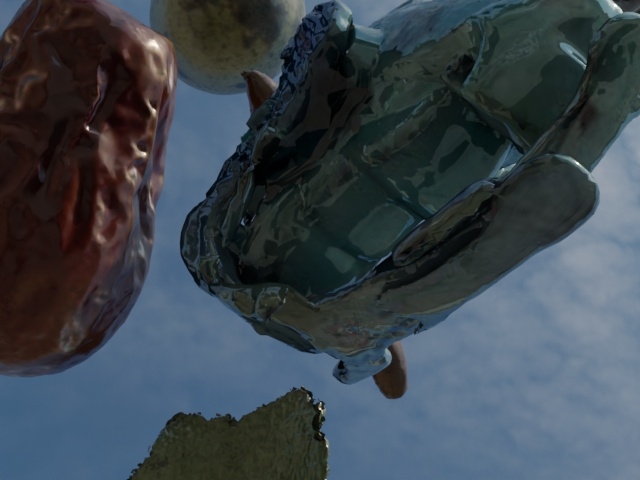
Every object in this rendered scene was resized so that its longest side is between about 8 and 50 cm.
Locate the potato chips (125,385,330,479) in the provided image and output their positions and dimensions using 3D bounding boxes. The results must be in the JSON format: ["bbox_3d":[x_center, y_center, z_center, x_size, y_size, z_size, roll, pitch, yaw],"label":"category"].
[{"bbox_3d":[-0.090,0.217,0.744,0.228,0.059,0.167,-17,-99,12],"label":"potato chips"}]

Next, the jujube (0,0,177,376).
[{"bbox_3d":[-0.182,-0.038,0.630,0.189,0.190,0.255,27,-85,0],"label":"jujube"}]

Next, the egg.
[{"bbox_3d":[-0.088,-0.204,0.865,0.141,0.181,0.141,0,-91,-21],"label":"egg"}]

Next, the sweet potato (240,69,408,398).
[{"bbox_3d":[0.000,0.000,0.682,0.057,0.057,0.265,-19,-76,13],"label":"sweet potato"}]

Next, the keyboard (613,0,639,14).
[{"bbox_3d":[0.232,-0.209,0.639,0.230,0.025,0.093,-39,-119,-20],"label":"keyboard"}]

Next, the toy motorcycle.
[{"bbox_3d":[0.048,-0.045,0.465,0.154,0.206,0.260,37,-60,-26],"label":"toy motorcycle"}]
